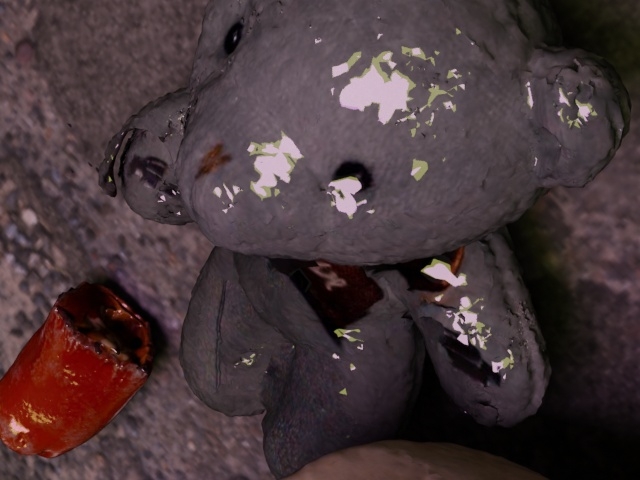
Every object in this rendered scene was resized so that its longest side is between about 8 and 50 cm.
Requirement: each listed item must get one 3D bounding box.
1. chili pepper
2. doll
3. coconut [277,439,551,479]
[{"bbox_3d":[-0.155,0.083,0.657,0.123,0.073,0.070,-46,45,31],"label":"chili pepper"},{"bbox_3d":[-0.004,0.000,0.489,0.246,0.158,0.340,40,126,19],"label":"doll"},{"bbox_3d":[0.069,0.240,0.421,0.329,0.329,0.328,10,115,23],"label":"coconut"}]
